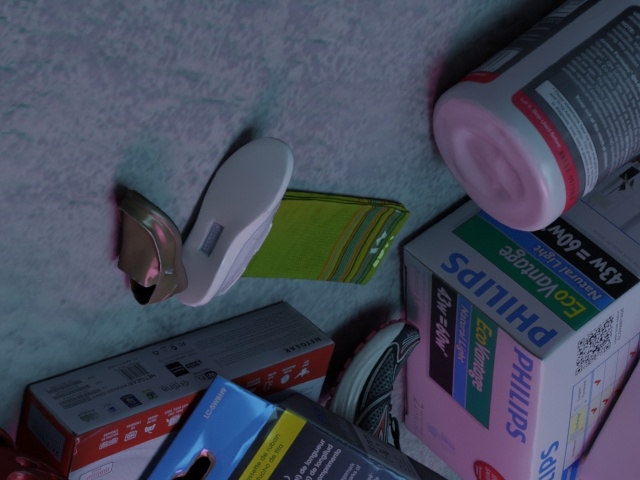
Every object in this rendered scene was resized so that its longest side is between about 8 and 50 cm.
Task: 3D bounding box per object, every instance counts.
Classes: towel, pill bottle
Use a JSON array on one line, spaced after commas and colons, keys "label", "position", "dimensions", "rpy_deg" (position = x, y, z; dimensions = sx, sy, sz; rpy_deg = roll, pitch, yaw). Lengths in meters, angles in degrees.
[{"label": "towel", "position": [0.000, 0.000, 1.666], "dimensions": [0.237, 0.021, 0.102], "rpy_deg": [4, 118, -52]}, {"label": "pill bottle", "position": [0.288, -0.165, 1.713], "dimensions": [0.318, 0.176, 0.176], "rpy_deg": [-37, 145, -21]}]

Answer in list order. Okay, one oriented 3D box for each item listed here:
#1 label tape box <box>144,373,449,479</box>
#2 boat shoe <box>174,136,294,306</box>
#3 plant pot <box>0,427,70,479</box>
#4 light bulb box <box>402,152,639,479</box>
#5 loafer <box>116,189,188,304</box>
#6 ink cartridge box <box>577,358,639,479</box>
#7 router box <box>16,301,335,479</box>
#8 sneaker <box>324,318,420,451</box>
[{"label": "label tape box", "position": [-0.035, 0.290, 1.637], "dimensions": [0.333, 0.106, 0.240], "rpy_deg": [32, 98, -17]}, {"label": "boat shoe", "position": [-0.075, -0.017, 1.521], "dimensions": [0.184, 0.066, 0.063], "rpy_deg": [-64, 160, 15]}, {"label": "plant pot", "position": [-0.298, 0.265, 1.416], "dimensions": [0.191, 0.174, 0.191], "rpy_deg": [-31, 142, -28]}, {"label": "light bulb box", "position": [0.299, 0.090, 1.934], "dimensions": [0.361, 0.225, 0.358], "rpy_deg": [-34, 145, -25]}, {"label": "loafer", "position": [-0.155, 0.013, 1.452], "dimensions": [0.050, 0.056, 0.148], "rpy_deg": [-45, 148, -21]}, {"label": "ink cartridge box", "position": [0.516, 0.187, 1.945], "dimensions": [0.384, 0.160, 0.279], "rpy_deg": [-9, 129, -50]}, {"label": "router box", "position": [-0.162, 0.240, 1.646], "dimensions": [0.335, 0.082, 0.301], "rpy_deg": [-17, 135, -42]}, {"label": "sneaker", "position": [0.050, 0.229, 1.804], "dimensions": [0.121, 0.112, 0.299], "rpy_deg": [88, 23, -72]}]
